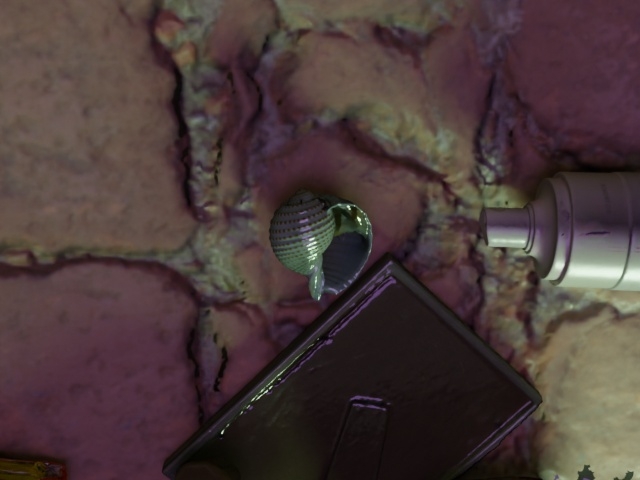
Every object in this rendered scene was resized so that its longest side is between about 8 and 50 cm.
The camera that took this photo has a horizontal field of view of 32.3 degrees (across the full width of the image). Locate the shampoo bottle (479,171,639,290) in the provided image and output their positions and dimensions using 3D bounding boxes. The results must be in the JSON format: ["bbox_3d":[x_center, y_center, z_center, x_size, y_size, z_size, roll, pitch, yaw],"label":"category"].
[{"bbox_3d":[0.271,-0.005,0.831,0.303,0.092,0.092,2,111,-3],"label":"shampoo bottle"}]

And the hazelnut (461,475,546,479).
[{"bbox_3d":[0.154,0.303,0.909,0.212,0.181,0.181,-26,132,-6],"label":"hazelnut"}]

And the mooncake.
[{"bbox_3d":[0.057,0.198,0.855,0.347,0.057,0.150,17,105,7],"label":"mooncake"}]

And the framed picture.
[{"bbox_3d":[0.027,0.160,0.919,0.265,0.018,0.192,-43,108,12],"label":"framed picture"}]

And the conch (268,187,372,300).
[{"bbox_3d":[-0.002,-0.003,0.834,0.076,0.056,0.085,-18,133,-17],"label":"conch"}]

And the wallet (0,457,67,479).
[{"bbox_3d":[-0.331,0.231,0.900,0.241,0.067,0.141,10,108,-7],"label":"wallet"}]
